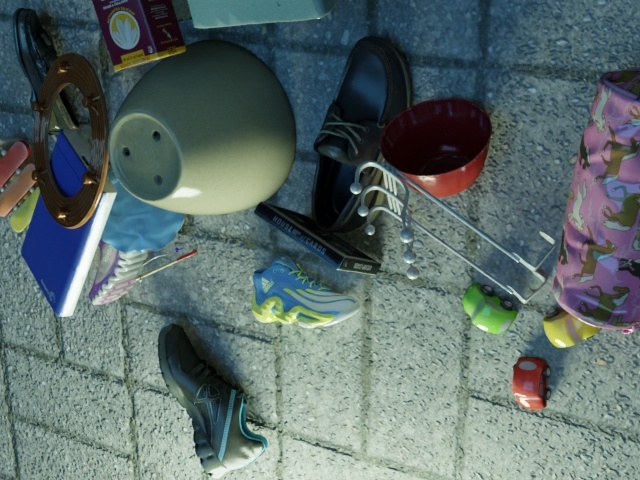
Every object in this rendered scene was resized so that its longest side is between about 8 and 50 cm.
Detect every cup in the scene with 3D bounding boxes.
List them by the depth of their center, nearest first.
[{"bbox_3d":[-0.246,-0.182,1.867,0.331,0.237,0.331,12,114,28],"label":"cup"}]

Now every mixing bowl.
[{"bbox_3d":[0.196,-0.137,1.671,0.181,0.181,0.098,10,144,29],"label":"mixing bowl"}]

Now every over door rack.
[{"bbox_3d":[0.201,0.007,1.640,0.324,0.239,0.108,25,79,14],"label":"over door rack"}]

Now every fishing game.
[{"bbox_3d":[-0.365,-0.060,2.058,0.189,0.041,0.264,-26,92,-9],"label":"fishing game"}]

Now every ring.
[{"bbox_3d":[-0.489,-0.190,1.965,0.337,0.032,0.336,3,93,54],"label":"ring"}]

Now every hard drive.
[{"bbox_3d":[-0.512,-0.034,2.068,0.210,0.040,0.318,50,128,34],"label":"hard drive"}]

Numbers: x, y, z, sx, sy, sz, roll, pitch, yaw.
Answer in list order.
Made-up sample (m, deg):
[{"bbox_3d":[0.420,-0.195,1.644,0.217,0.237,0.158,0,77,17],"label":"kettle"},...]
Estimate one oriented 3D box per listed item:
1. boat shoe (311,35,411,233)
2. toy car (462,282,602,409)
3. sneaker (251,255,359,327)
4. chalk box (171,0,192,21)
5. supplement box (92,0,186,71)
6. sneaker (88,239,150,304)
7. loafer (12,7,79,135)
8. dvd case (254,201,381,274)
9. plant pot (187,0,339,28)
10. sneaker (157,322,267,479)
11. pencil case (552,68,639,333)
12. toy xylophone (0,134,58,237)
[{"bbox_3d":[0.063,-0.165,1.747,0.132,0.130,0.355,19,118,24],"label":"boat shoe"},{"bbox_3d":[0.332,0.160,1.754,0.225,0.053,0.239,36,123,15],"label":"toy car"},{"bbox_3d":[-0.041,0.093,1.937,0.240,0.091,0.126,-4,106,34],"label":"sneaker"},{"bbox_3d":[-0.250,-0.546,1.764,0.179,0.180,0.289,32,121,17],"label":"chalk box"},{"bbox_3d":[-0.310,-0.387,1.703,0.104,0.081,0.188,-9,104,34],"label":"supplement box"},{"bbox_3d":[-0.430,0.033,2.160,0.104,0.095,0.236,43,119,16],"label":"sneaker"},{"bbox_3d":[-0.553,-0.344,2.098,0.084,0.096,0.267,-1,116,12],"label":"loafer"},{"bbox_3d":[0.000,0.000,1.793,0.179,0.239,0.029,33,97,17],"label":"dvd case"},{"bbox_3d":[-0.084,-0.504,1.591,0.248,0.247,0.252,3,130,31],"label":"plant pot"},{"bbox_3d":[-0.228,0.318,2.146,0.140,0.125,0.340,-25,92,8],"label":"sneaker"},{"bbox_3d":[0.458,-0.058,1.531,0.160,0.167,0.386,4,115,-7],"label":"pencil case"},{"bbox_3d":[-0.600,-0.097,2.215,0.322,0.081,0.236,48,125,7],"label":"toy xylophone"}]
